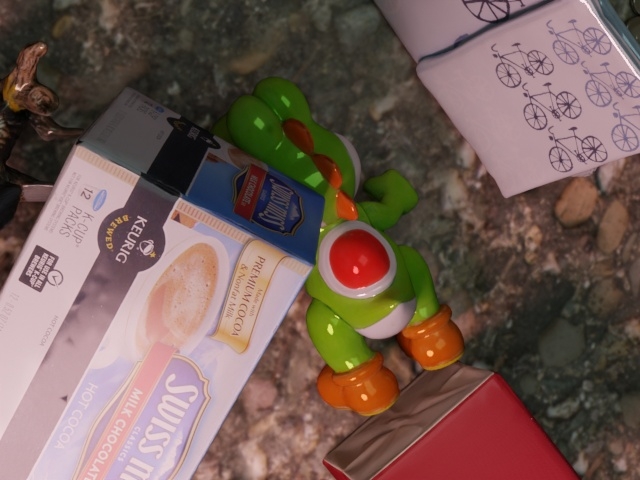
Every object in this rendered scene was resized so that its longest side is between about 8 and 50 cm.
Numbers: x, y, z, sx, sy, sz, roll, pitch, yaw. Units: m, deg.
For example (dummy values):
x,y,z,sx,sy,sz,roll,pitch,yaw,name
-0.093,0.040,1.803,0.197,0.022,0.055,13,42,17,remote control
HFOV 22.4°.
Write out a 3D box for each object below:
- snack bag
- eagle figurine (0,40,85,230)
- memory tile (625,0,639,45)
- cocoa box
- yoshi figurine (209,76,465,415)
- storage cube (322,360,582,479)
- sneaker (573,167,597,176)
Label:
x,y,z,sx,sy,sz,roll,pitch,yaw,name
0.177,-0.209,1.600,0.037,0.323,0.342,-41,101,-26,snack bag
-0.385,-0.054,1.544,0.225,0.226,0.298,29,66,23,eagle figurine
0.406,-0.219,1.804,0.148,0.012,0.113,12,90,-12,memory tile
-0.174,0.079,1.474,0.228,0.231,0.347,29,106,-5,cocoa box
-0.004,-0.010,1.672,0.203,0.203,0.362,-16,115,27,yoshi figurine
0.144,0.257,1.685,0.215,0.184,0.193,-39,100,-8,storage cube
0.216,-0.195,1.722,0.153,0.101,0.268,-7,89,-11,sneaker
